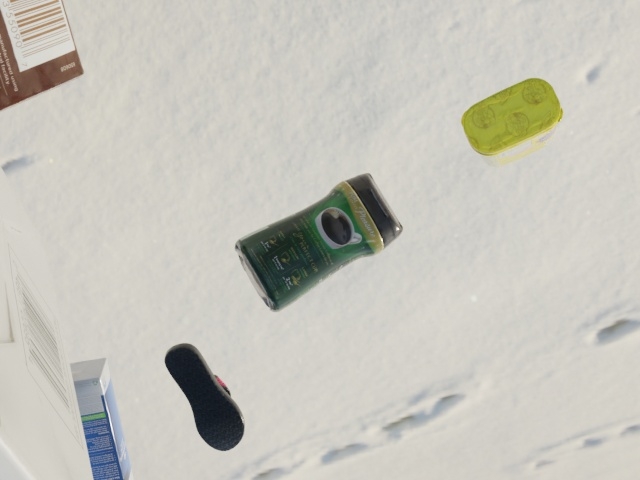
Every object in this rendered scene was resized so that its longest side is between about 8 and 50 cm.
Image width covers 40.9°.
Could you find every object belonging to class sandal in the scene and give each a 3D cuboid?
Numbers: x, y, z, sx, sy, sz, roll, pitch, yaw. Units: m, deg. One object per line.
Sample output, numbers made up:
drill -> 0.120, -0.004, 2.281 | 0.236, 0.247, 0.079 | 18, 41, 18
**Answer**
sandal -> -0.155, 0.211, 1.179 | 0.067, 0.040, 0.179 | -22, 110, 6

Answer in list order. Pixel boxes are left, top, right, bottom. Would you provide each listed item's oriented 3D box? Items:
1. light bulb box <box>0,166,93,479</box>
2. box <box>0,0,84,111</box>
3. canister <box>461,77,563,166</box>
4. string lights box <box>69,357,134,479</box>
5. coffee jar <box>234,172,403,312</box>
light bulb box -> -0.363, 0.090, 0.527 | 0.361, 0.358, 0.225 | -23, 131, -8
box -> -0.364, -0.203, 0.790 | 0.203, 0.167, 0.168 | 3, 118, 28
canister -> 0.268, -0.157, 1.190 | 0.126, 0.073, 0.170 | -25, 171, 12
string lights box -> -0.409, 0.341, 1.467 | 0.133, 0.077, 0.260 | -8, 110, -3
coffee jar -> 0.000, 0.000, 0.999 | 0.184, 0.096, 0.079 | -29, 174, -10
